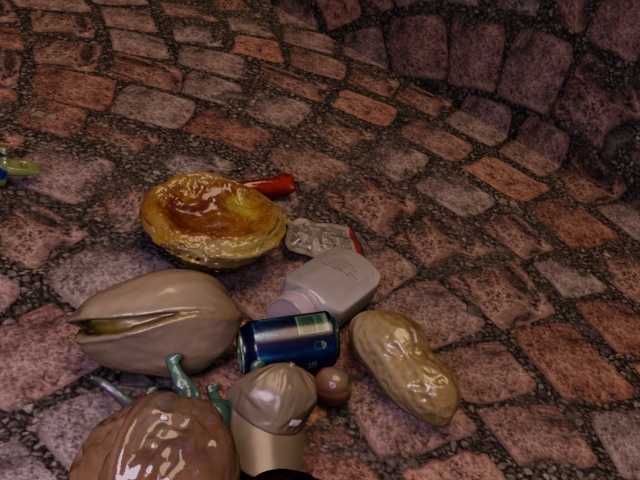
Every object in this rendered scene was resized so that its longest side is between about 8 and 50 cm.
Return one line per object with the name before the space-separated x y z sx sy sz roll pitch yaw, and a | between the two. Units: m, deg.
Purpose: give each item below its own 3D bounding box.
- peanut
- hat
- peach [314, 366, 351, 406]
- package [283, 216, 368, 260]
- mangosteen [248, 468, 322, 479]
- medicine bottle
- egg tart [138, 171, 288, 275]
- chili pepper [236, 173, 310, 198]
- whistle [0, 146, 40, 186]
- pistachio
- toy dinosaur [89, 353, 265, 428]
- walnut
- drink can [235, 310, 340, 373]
peanut | 0.177 0.255 1.758 0.152 0.152 0.313 -6 42 -33
hat | -0.067 0.313 1.448 0.166 0.144 0.173 15 26 -25
peach | 0.023 0.294 1.683 0.083 0.083 0.083 13 33 -8
package | 0.000 0.000 2.150 0.232 0.040 0.166 11 36 -26
mangosteen | -0.062 0.471 1.301 0.194 0.194 0.230 22 59 6
medicine bottle | 0.005 0.123 1.901 0.161 0.111 0.296 31 33 19
egg tart | -0.251 -0.028 1.963 0.352 0.150 0.352 8 33 -5
chili pepper | -0.147 -0.144 2.265 0.272 0.071 0.063 -9 81 -28
whistle | -0.781 -0.175 1.978 0.227 0.085 0.105 0 46 -26
pistachio | -0.311 0.160 1.601 0.331 0.208 0.226 -1 -8 -19
toy dinosaur | -0.194 0.365 1.470 0.383 0.129 0.331 1 45 -23
walnut | -0.257 0.363 1.306 0.273 0.227 0.273 12 39 -10
drink can | -0.067 0.210 1.700 0.204 0.118 0.118 -6 38 -11
